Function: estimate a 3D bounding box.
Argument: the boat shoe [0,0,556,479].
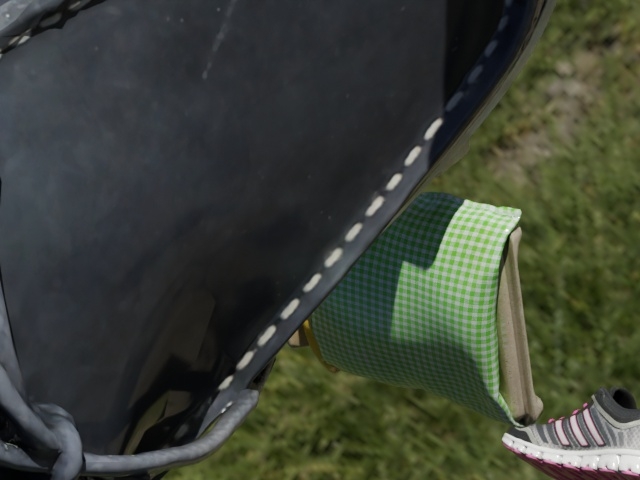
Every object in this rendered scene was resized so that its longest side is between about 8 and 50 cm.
[{"bbox_3d":[-0.112,0.043,0.482,0.500,0.187,0.156,-38,35,-12],"label":"boat shoe"}]

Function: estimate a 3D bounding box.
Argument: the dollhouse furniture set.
[{"bbox_3d":[0.000,0.000,1.092,0.197,0.302,0.151,20,42,42],"label":"dollhouse furniture set"}]

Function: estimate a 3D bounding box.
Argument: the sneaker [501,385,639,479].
[{"bbox_3d":[0.215,0.150,1.407,0.170,0.063,0.075,-1,62,53],"label":"sneaker"}]
